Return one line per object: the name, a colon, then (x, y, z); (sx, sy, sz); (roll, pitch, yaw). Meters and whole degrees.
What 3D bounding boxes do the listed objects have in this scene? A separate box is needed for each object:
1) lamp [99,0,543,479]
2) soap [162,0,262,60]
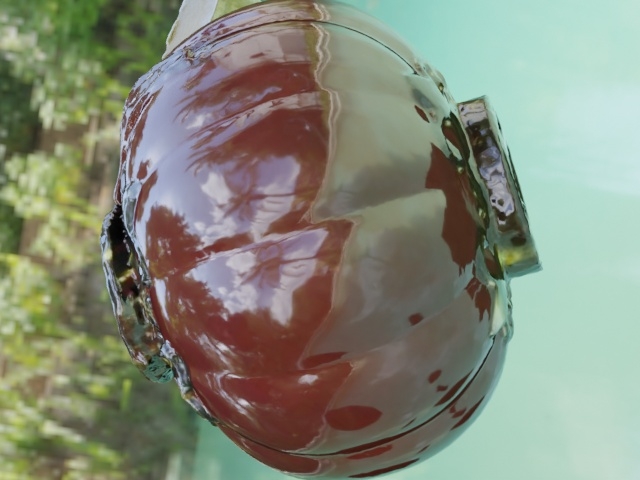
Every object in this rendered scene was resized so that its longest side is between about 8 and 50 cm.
lamp: (0.000, 0.000, 1.014); (0.303, 0.257, 0.303); (-17, -90, -83)
soap: (-0.042, -0.119, 1.500); (0.073, 0.232, 0.140); (-17, 47, 44)
